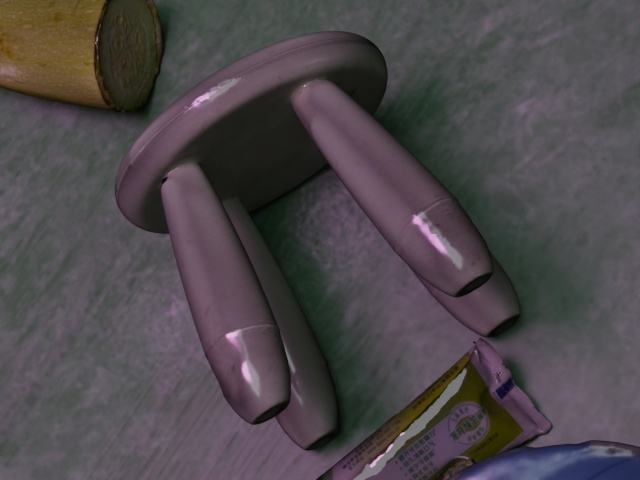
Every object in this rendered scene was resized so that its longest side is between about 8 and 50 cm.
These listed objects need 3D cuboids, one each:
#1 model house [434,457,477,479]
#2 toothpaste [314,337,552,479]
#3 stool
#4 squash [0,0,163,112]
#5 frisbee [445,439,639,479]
[{"bbox_3d":[0.077,0.183,1.128,0.083,0.079,0.066,-29,67,6],"label":"model house"},{"bbox_3d":[0.030,0.166,1.163,0.248,0.047,0.078,-39,99,1],"label":"toothpaste"},{"bbox_3d":[0.000,0.000,1.146,0.195,0.195,0.198,-34,75,4],"label":"stool"},{"bbox_3d":[-0.225,-0.152,1.310,0.224,0.094,0.094,11,78,26],"label":"squash"},{"bbox_3d":[0.153,0.262,1.057,0.290,0.049,0.289,0,90,5],"label":"frisbee"}]
